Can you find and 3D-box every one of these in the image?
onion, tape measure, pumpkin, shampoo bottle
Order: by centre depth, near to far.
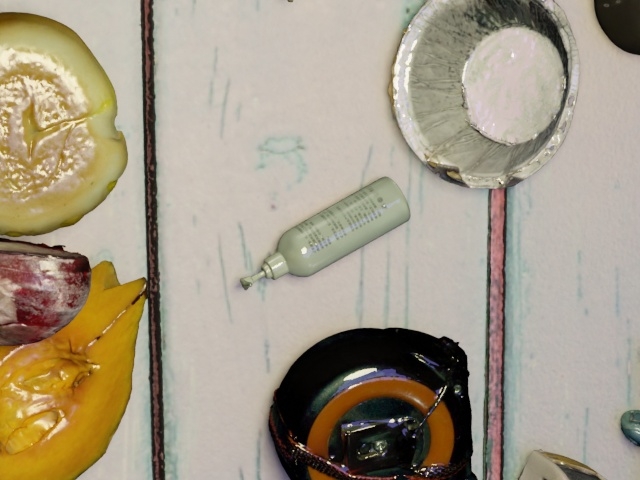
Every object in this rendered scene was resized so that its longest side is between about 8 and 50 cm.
[{"bbox_3d":[-0.306,0.047,1.440,0.151,0.205,0.098,2,96,-63],"label":"onion"},{"bbox_3d":[-0.273,0.139,1.515,0.254,0.130,0.149,-49,146,-20],"label":"pumpkin"},{"bbox_3d":[0.000,0.000,1.613,0.195,0.056,0.056,-29,108,-14],"label":"shampoo bottle"},{"bbox_3d":[0.059,0.196,1.627,0.222,0.135,0.202,-9,111,-15],"label":"tape measure"}]

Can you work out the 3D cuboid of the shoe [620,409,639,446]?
[{"bbox_3d":[0.403,0.220,1.804,0.106,0.091,0.207,4,103,0],"label":"shoe"}]

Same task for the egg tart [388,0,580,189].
[{"bbox_3d":[0.185,-0.169,1.637,0.234,0.094,0.234,-3,98,-22],"label":"egg tart"}]

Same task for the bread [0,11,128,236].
[{"bbox_3d":[-0.287,-0.107,1.452,0.213,0.105,0.213,-5,105,-20],"label":"bread"}]

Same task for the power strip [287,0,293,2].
[{"bbox_3d":[-0.052,-0.367,1.519,0.092,0.034,0.268,-7,104,13],"label":"power strip"}]

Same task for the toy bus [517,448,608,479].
[{"bbox_3d":[0.230,0.414,1.732,0.097,0.138,0.343,20,93,-21],"label":"toy bus"}]

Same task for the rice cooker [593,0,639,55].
[{"bbox_3d":[0.397,-0.288,1.685,0.203,0.118,0.142,-42,111,-6],"label":"rice cooker"}]
